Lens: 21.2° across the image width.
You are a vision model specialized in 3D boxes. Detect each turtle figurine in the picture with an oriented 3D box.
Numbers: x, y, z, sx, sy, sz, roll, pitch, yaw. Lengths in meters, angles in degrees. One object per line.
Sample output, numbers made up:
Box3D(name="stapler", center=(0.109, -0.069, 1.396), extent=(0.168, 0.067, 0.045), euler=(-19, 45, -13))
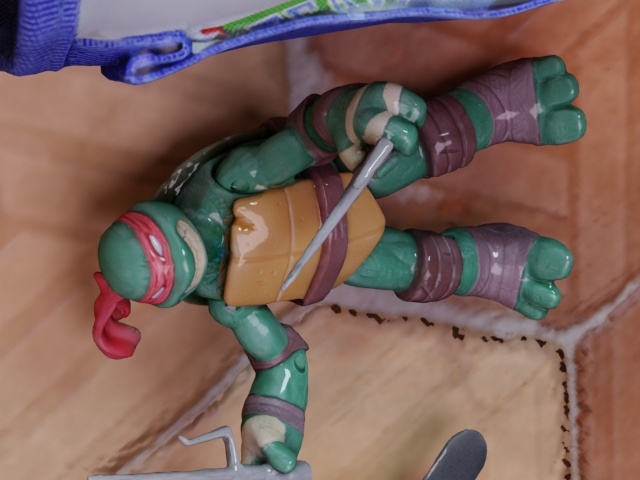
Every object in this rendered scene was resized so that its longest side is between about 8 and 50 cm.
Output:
Box3D(name="turtle figurine", center=(0.000, 0.000, 0.665), extent=(0.234, 0.118, 0.175), euler=(-17, 137, -37))

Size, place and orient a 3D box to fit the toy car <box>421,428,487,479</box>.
Box3D(name="toy car", center=(0.034, 0.182, 0.767), extent=(0.188, 0.149, 0.155), euler=(-42, 116, -17))

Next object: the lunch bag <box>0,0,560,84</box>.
Box3D(name="lunch bag", center=(0.029, -0.255, 0.483), extent=(0.328, 0.239, 0.385), euler=(-14, 110, -19))
